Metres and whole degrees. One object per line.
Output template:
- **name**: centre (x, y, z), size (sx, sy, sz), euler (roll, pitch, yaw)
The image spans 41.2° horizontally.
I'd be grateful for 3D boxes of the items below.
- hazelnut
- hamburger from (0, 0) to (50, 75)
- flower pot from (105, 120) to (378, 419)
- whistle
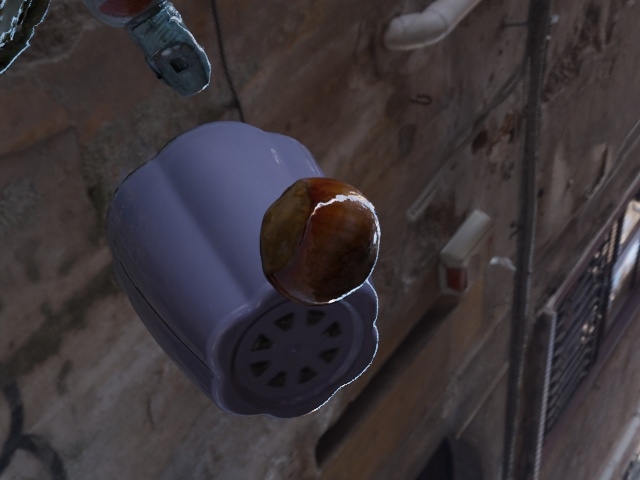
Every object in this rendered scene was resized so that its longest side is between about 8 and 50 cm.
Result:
- **hazelnut**: centre (0.000, 0.000, 0.567), size (0.086, 0.086, 0.086), euler (29, -35, 23)
- **hamburger**: centre (-0.359, -0.285, 0.834), size (0.192, 0.288, 0.168), euler (36, 11, 14)
- **flower pot**: centre (-0.073, 0.044, 0.880), size (0.243, 0.265, 0.265), euler (-124, -166, -50)
- **whistle**: centre (-0.324, -0.422, 1.588), size (0.189, 0.189, 0.347), euler (-12, -65, 54)
